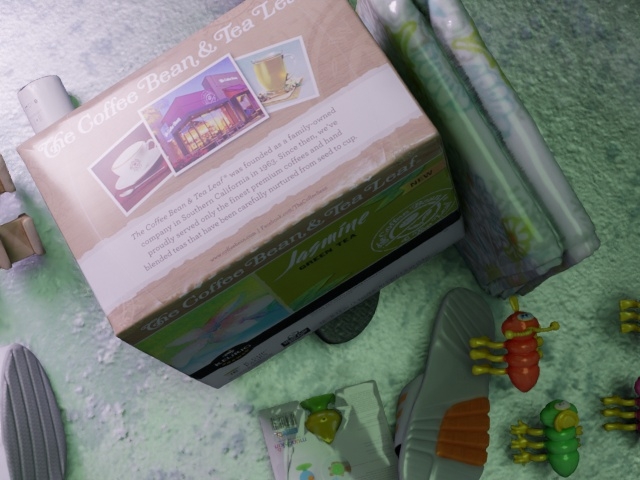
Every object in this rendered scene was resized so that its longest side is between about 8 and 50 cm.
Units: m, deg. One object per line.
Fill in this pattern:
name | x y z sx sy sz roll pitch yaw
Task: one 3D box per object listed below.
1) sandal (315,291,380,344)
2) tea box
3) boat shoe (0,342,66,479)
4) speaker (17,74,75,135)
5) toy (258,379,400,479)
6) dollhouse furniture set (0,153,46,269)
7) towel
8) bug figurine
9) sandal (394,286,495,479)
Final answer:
sandal | 0.001 -0.001 1.337 0.097 0.054 0.255 -11 71 -16
tea box | -0.059 -0.045 1.145 0.329 0.323 0.220 -33 70 2
boat shoe | -0.339 0.275 1.201 0.119 0.121 0.335 -17 66 18
speaker | -0.292 -0.116 1.316 0.055 0.055 0.136 -26 83 -11
toy | 0.027 0.286 1.276 0.136 0.056 0.237 -14 76 -6
dollhouse furniture set | -0.450 -0.052 1.261 0.212 0.161 0.242 -25 103 -16
towel | 0.150 -0.116 1.235 0.090 0.320 0.374 -30 84 -5
bug figurine | 0.310 0.144 1.284 0.279 0.072 0.216 -14 104 -17
sandal | 0.139 0.180 1.307 0.102 0.076 0.265 28 56 -16
